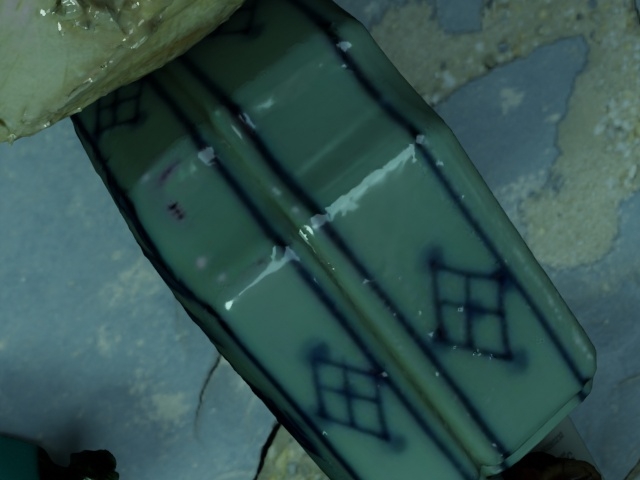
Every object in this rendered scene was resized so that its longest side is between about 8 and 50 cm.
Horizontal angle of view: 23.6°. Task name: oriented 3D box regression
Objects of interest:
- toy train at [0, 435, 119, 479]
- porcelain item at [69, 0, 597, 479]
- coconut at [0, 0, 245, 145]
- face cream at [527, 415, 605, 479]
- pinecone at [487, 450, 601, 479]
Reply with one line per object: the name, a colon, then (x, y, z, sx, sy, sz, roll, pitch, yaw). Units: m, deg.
toy train: (-0.202, 0.213, 0.960, 0.154, 0.107, 0.198, 16, 105, -19)
porcelain item: (0.000, 0.000, 0.845, 0.157, 0.281, 0.286, -39, 122, -2)
coconut: (-0.148, -0.198, 0.704, 0.297, 0.254, 0.297, -5, 116, -10)
face cream: (0.151, 0.150, 1.104, 0.092, 0.058, 0.244, -33, 116, 5)
pinecone: (0.130, 0.283, 1.011, 0.296, 0.242, 0.298, -35, 96, 21)
